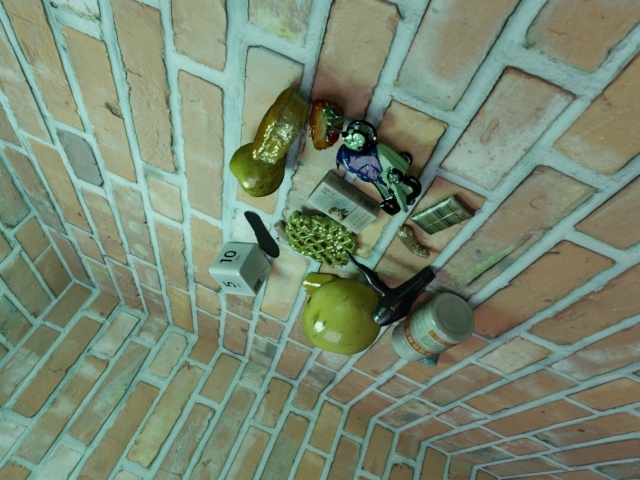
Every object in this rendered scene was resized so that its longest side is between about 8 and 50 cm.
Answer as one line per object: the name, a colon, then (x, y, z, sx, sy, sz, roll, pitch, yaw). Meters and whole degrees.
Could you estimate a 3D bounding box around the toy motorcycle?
toy motorcycle: (0.172, -0.224, 1.363, 0.331, 0.125, 0.196, 44, 144, -19)

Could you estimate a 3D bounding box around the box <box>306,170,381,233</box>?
box: (0.084, -0.134, 1.575, 0.233, 0.067, 0.149, 32, 145, -9)

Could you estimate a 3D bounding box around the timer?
timer: (-0.387, 0.140, 2.124, 0.195, 0.192, 0.194, 3, 140, 29)

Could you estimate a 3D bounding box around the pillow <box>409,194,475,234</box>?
pillow: (0.404, -0.080, 1.467, 0.113, 0.038, 0.203, 37, 145, -16)

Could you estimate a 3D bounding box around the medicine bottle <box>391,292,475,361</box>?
medicine bottle: (0.474, 0.385, 1.884, 0.211, 0.211, 0.371, 29, 145, -4)

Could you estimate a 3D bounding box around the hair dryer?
hair dryer: (0.244, 0.136, 1.724, 0.359, 0.304, 0.120, 44, -176, 4)

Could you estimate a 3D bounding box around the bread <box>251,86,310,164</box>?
bread: (-0.126, -0.344, 1.340, 0.121, 0.174, 0.245, 36, 148, -12)

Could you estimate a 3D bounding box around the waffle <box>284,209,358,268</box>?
waffle: (0.000, 0.000, 1.798, 0.317, 0.073, 0.297, 18, 146, 8)

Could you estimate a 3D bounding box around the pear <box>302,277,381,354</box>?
pear: (0.096, 0.327, 1.877, 0.348, 0.348, 0.348, 17, 145, 13)

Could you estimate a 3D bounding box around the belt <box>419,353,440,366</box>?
belt: (0.521, 0.577, 2.222, 0.163, 0.082, 0.148, 25, 156, -5)

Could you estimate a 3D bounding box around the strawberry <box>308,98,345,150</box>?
strawberry: (0.024, -0.344, 1.303, 0.140, 0.085, 0.192, 55, 154, 41)

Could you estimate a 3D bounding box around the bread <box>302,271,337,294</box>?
bread: (0.011, 0.219, 2.070, 0.173, 0.085, 0.134, 3, 140, 31)

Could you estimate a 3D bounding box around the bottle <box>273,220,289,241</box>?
bottle: (-0.161, -0.038, 1.878, 0.045, 0.045, 0.096, -3, 138, 35)

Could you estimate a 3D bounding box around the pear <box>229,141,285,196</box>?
pear: (-0.209, -0.252, 1.512, 0.197, 0.197, 0.197, 17, 145, 13)

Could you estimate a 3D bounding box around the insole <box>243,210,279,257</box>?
insole: (-0.265, -0.021, 2.000, 0.109, 0.007, 0.322, 4, 140, 26)

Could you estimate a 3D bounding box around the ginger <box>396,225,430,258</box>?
ginger: (0.339, 0.006, 1.619, 0.173, 0.051, 0.069, 40, 149, -27)

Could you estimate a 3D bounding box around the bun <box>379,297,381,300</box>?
bun: (0.269, 0.300, 2.042, 0.086, 0.055, 0.086, 27, 144, 22)
